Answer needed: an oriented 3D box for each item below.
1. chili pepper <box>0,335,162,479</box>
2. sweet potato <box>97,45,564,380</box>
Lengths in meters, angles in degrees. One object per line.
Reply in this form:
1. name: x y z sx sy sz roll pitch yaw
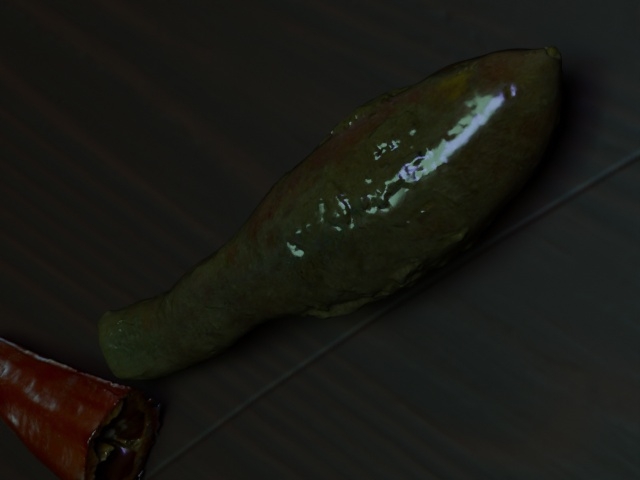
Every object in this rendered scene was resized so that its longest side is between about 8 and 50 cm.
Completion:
1. chili pepper: -0.194 0.108 1.285 0.169 0.065 0.088 28 102 33
2. sweet potato: 0.000 0.000 1.150 0.385 0.109 0.109 -34 71 26
